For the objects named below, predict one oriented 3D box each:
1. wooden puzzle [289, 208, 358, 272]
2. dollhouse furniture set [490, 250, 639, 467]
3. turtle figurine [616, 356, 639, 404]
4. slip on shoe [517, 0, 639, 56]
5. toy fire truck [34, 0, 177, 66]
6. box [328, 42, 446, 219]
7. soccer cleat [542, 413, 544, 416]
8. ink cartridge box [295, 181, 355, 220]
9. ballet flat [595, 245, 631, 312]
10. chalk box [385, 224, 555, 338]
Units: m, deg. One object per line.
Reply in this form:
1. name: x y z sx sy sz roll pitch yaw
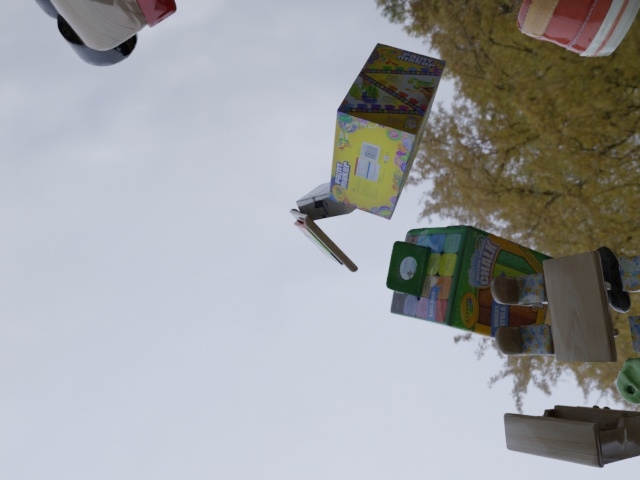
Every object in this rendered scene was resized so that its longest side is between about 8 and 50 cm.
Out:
1. wooden puzzle: 0.000 0.000 1.353 0.044 0.221 0.239 -45 -163 -2
2. dollhouse furniture set: 0.319 0.135 0.564 0.161 0.212 0.242 9 -107 -32
3. turtle figurine: 0.565 0.180 0.590 0.266 0.275 0.197 -4 -106 -22
4. slip on shoe: 0.272 -0.319 0.486 0.101 0.123 0.331 15 -124 10
5. toy fire truck: -0.153 -0.302 0.339 0.246 0.158 0.217 -38 -103 -10
6. box: 0.157 -0.262 1.097 0.177 0.290 0.279 20 -124 10
7. soccer cleat: 0.522 0.388 0.895 0.179 0.060 0.072 2 -139 7
8. ink cartridge box: 0.042 -0.130 1.375 0.191 0.082 0.139 -10 -158 47
9. ballet flat: 0.720 0.096 1.109 0.057 0.049 0.173 -20 -122 34
10. chalk box: 0.259 0.079 0.841 0.289 0.179 0.180 16 -98 -24
